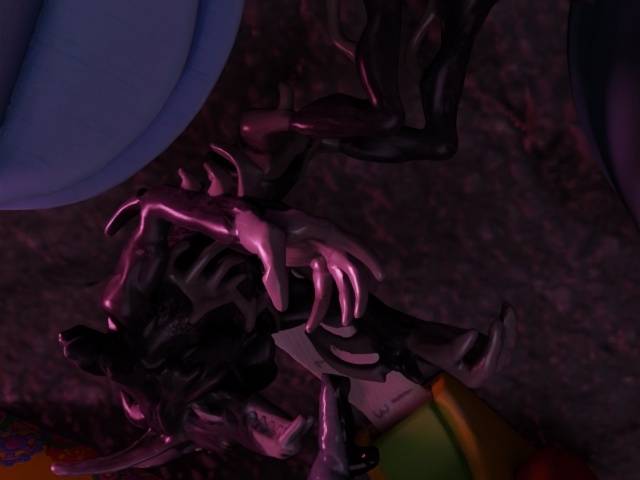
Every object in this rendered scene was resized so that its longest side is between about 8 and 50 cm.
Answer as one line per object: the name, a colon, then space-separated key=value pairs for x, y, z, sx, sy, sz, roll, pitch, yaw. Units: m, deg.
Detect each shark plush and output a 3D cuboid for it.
shark plush: x=-0.006 y=0.143 z=0.693 sx=0.067 sy=0.073 sz=0.161 roll=10 pitch=106 yaw=-7

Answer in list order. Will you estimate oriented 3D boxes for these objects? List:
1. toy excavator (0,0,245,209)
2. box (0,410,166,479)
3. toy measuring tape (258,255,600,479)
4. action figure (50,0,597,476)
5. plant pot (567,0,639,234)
toy excavator: x=-0.230 y=-0.092 z=0.417 sx=0.432 sy=0.445 sz=0.222 roll=19 pitch=120 yaw=-12
box: x=-0.171 y=0.287 z=0.726 sx=0.177 sy=0.290 sz=0.279 roll=16 pitch=130 yaw=32
toy measuring tape: x=0.050 y=0.120 z=0.747 sx=0.121 sy=0.121 sz=0.330 roll=-39 pitch=114 yaw=22
action figure: x=0.000 y=0.000 z=0.614 sx=0.164 sy=0.141 sz=0.276 roll=13 pitch=107 yaw=-58
plant pot: x=0.242 y=-0.030 z=0.568 sx=0.271 sy=0.255 sz=0.272 roll=0 pitch=122 yaw=0
